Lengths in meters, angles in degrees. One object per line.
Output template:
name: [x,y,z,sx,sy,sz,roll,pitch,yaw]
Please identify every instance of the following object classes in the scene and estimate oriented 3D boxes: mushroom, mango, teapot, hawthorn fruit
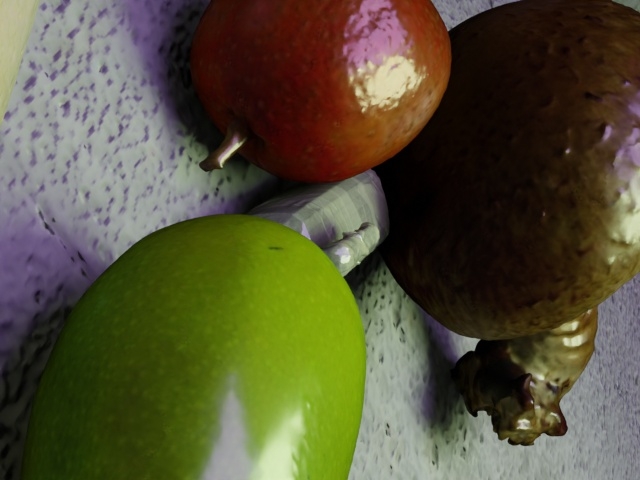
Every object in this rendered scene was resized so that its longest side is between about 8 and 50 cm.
mushroom: [0.198,-0.021,1.056,0.356,0.334,0.331,51,3,-6]
mango: [-0.071,0.120,0.633,0.192,0.156,0.343,58,30,-30]
teapot: [0.000,0.000,0.909,0.200,0.107,0.077,-38,118,-63]
hawthorn fruit: [-0.016,-0.121,0.906,0.225,0.196,0.197,-48,120,-34]

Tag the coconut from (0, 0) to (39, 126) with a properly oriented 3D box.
coconut: [-0.211,-0.115,0.432,0.239,0.239,0.244,44,40,-45]
